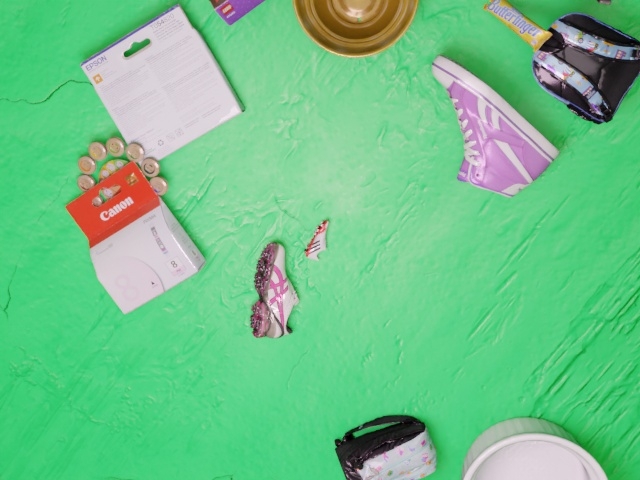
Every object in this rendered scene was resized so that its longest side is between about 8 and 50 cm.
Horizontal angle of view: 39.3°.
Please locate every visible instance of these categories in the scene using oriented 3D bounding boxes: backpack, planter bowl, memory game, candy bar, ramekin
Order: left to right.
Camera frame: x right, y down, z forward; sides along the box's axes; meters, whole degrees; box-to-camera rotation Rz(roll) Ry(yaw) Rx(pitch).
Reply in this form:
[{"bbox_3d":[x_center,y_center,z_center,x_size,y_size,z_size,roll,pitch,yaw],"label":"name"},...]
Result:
[{"bbox_3d":[-0.372,-0.104,1.671,0.186,0.012,0.186,6,116,14],"label":"memory game"},{"bbox_3d":[0.062,-0.428,1.560,0.217,0.090,0.217,1,101,4],"label":"planter bowl"},{"bbox_3d":[0.128,0.410,1.708,0.182,0.152,0.115,-22,105,-4],"label":"backpack"},{"bbox_3d":[0.337,-0.376,1.540,0.040,0.018,0.161,-51,49,18],"label":"candy bar"},{"bbox_3d":[0.395,0.470,1.694,0.277,0.135,0.277,1,101,3],"label":"ramekin"},{"bbox_3d":[0.450,-0.303,1.543,0.173,0.117,0.158,28,102,-2],"label":"backpack"}]

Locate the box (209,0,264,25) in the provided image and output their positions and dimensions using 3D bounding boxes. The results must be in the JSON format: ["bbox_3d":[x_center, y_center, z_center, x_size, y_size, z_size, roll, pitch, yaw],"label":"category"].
[{"bbox_3d":[-0.086,-0.524,1.516,0.293,0.057,0.201,-34,60,10],"label":"box"}]

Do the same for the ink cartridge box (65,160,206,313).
[{"bbox_3d":[-0.355,-0.001,1.670,0.189,0.066,0.232,-30,106,22],"label":"ink cartridge box"}]

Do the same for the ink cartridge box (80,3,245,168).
[{"bbox_3d":[-0.287,-0.279,1.636,0.223,0.045,0.224,-28,100,11],"label":"ink cartridge box"}]

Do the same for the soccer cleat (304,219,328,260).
[{"bbox_3d":[0.000,0.000,1.684,0.036,0.029,0.083,26,105,-10],"label":"soccer cleat"}]

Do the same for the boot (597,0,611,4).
[{"bbox_3d":[0.464,-0.509,1.443,0.091,0.229,0.262,5,102,3],"label":"boot"}]

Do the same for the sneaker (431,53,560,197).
[{"bbox_3d":[0.272,-0.191,1.590,0.282,0.102,0.161,43,104,-5],"label":"sneaker"}]

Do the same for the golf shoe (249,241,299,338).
[{"bbox_3d":[-0.082,0.093,1.696,0.086,0.067,0.186,2,102,-23],"label":"golf shoe"}]
